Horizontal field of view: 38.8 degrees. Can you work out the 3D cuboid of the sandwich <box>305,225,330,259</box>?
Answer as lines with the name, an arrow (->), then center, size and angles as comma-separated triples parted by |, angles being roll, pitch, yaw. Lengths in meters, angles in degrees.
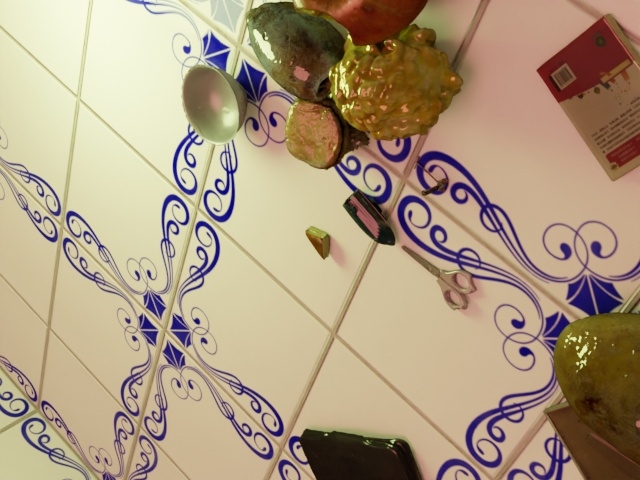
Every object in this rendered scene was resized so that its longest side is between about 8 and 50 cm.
sandwich -> 0.000, 0.000, 2.062 | 0.083, 0.031, 0.044 | 55, 142, 3

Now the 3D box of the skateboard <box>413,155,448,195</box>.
skateboard -> 0.201, -0.123, 1.782 | 0.083, 0.063, 0.032 | 49, 146, 29

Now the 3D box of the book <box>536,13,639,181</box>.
book -> 0.472, -0.228, 1.480 | 0.232, 0.022, 0.162 | 56, 140, 5

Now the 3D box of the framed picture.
framed picture -> 0.540, 0.398, 1.764 | 0.150, 0.015, 0.203 | -35, 85, 48

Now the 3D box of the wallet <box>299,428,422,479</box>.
wallet -> 0.094, 0.566, 2.269 | 0.377, 0.051, 0.197 | -7, 109, 47

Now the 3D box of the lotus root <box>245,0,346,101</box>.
lotus root -> -0.060, -0.400, 1.807 | 0.322, 0.158, 0.140 | 48, 163, 33

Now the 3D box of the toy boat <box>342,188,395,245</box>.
toy boat -> 0.109, -0.042, 1.916 | 0.141, 0.060, 0.055 | 50, 138, 2

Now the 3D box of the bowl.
bowl -> -0.224, -0.317, 2.068 | 0.189, 0.086, 0.189 | 21, 123, 35

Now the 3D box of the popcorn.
popcorn -> 0.133, -0.298, 1.647 | 0.235, 0.181, 0.217 | -16, 58, 14

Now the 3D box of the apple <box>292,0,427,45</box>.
apple -> 0.081, -0.458, 1.578 | 0.246, 0.226, 0.246 | 6, 99, 37

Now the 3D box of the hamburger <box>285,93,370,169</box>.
hamburger -> 0.022, -0.228, 1.850 | 0.185, 0.131, 0.159 | 26, 119, 25

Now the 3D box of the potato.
potato -> 0.559, 0.256, 1.524 | 0.359, 0.219, 0.270 | 16, 113, 47

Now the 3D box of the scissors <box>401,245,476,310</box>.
scissors -> 0.239, 0.066, 1.880 | 0.189, 0.015, 0.100 | 40, 133, 25
